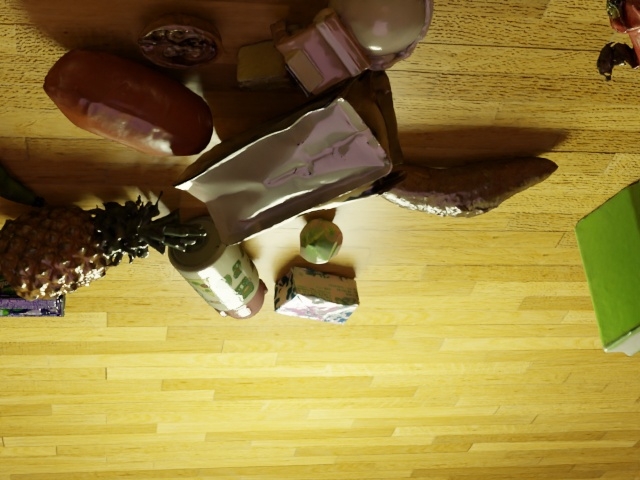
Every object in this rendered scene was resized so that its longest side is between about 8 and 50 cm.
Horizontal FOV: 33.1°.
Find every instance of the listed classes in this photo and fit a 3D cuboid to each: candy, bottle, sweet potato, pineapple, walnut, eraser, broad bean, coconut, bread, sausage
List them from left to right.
[{"bbox_3d":[-0.639,0.104,2.022,0.313,0.061,0.088,2,148,-12],"label":"candy"},{"bbox_3d":[-0.538,-0.117,1.712,0.060,0.043,0.297,-28,145,5],"label":"broad bean"},{"bbox_3d":[-0.365,-0.004,1.831,0.341,0.169,0.169,-15,147,0],"label":"pineapple"},{"bbox_3d":[-0.270,-0.197,1.556,0.258,0.133,0.133,22,138,-34],"label":"sausage"},{"bbox_3d":[-0.194,-0.285,1.502,0.121,0.052,0.091,5,147,-15],"label":"walnut"},{"bbox_3d":[-0.180,0.064,1.989,0.121,0.120,0.253,-14,146,12],"label":"bottle"},{"bbox_3d":[-0.080,-0.232,1.581,0.084,0.080,0.109,-6,146,6],"label":"bread"},{"bbox_3d":[-0.006,0.111,2.136,0.160,0.073,0.092,13,141,-28],"label":"candy"},{"bbox_3d":[0.000,0.000,1.962,0.083,0.082,0.081,-10,-178,21],"label":"coconut"},{"bbox_3d":[0.237,-0.089,1.850,0.342,0.092,0.114,-2,131,-9],"label":"sweet potato"},{"bbox_3d":[0.580,0.045,1.952,0.092,0.274,0.210,16,141,-29],"label":"eraser"}]

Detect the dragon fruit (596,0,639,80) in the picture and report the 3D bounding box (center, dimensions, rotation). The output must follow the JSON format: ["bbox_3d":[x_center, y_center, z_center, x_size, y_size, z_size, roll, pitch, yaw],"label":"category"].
[{"bbox_3d":[0.491,-0.318,1.434,0.282,0.211,0.147,-22,141,18],"label":"dragon fruit"}]

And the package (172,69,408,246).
[{"bbox_3d":[-0.031,-0.113,1.618,0.311,0.221,0.165,-24,103,25],"label":"package"}]

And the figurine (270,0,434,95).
[{"bbox_3d":[0.051,-0.299,1.463,0.237,0.141,0.162,-33,115,20],"label":"figurine"}]
